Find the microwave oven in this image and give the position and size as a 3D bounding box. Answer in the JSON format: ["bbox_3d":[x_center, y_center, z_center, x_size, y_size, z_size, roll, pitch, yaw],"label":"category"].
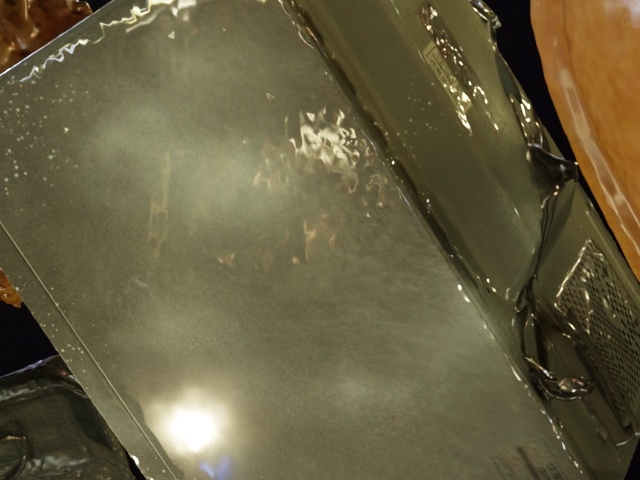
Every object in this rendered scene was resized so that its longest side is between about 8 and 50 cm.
[{"bbox_3d":[0.000,0.000,1.083,0.374,0.432,0.236,-26,-168,32],"label":"microwave oven"}]

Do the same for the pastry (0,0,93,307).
[{"bbox_3d":[-0.316,-0.110,1.494,0.337,0.405,0.292,-47,-160,-3],"label":"pastry"}]

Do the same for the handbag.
[{"bbox_3d":[-0.337,0.244,1.895,0.175,0.270,0.088,-22,-135,-6],"label":"handbag"}]

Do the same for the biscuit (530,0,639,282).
[{"bbox_3d":[0.208,-0.102,0.493,0.078,0.455,0.350,-18,-131,-28],"label":"biscuit"}]
